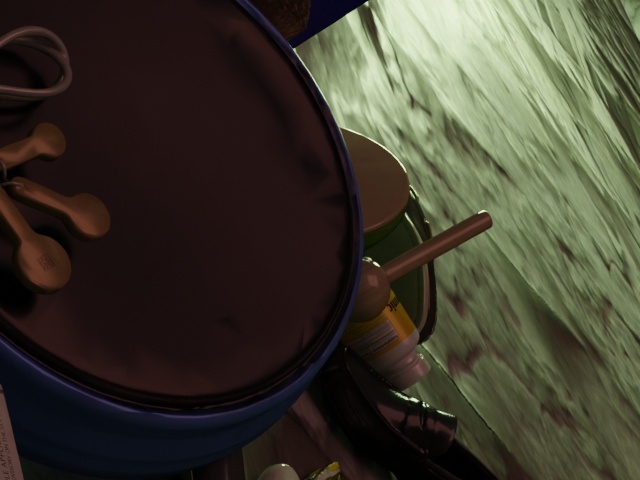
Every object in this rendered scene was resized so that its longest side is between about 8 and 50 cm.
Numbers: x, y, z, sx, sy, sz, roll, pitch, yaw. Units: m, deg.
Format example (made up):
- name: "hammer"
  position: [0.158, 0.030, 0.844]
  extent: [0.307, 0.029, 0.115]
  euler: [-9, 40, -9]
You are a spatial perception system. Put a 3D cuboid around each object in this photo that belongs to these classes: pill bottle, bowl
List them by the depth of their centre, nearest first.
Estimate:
- name: "bowl"
  position: [-0.136, -0.042, 1.150]
  extent: [0.391, 0.077, 0.391]
  euler: [20, 54, -30]
- name: "pill bottle"
  position: [0.048, 0.078, 1.574]
  extent: [0.116, 0.065, 0.065]
  euler: [58, 23, -7]

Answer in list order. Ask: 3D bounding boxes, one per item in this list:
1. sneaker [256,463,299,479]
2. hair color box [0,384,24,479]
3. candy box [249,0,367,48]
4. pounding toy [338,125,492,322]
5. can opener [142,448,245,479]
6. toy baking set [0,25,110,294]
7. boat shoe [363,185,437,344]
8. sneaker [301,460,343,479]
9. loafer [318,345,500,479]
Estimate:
- name: "sneaker"
  position: [-0.015, 0.220, 1.282]
  extent: [0.054, 0.061, 0.152]
  euler: [41, 27, -33]
- name: "hair color box"
  position: [-0.270, 0.143, 0.796]
  extent: [0.339, 0.110, 0.185]
  euler: [18, 47, -55]
- name: "candy box"
  position: [-0.049, -0.313, 1.521]
  extent: [0.268, 0.317, 0.122]
  euler: [46, 26, -29]
- name: "pounding toy"
  position: [0.000, 0.000, 1.499]
  extent: [0.237, 0.110, 0.183]
  euler: [33, 43, 32]
- name: "can opener"
  position: [-0.080, 0.157, 1.194]
  extent: [0.093, 0.074, 0.280]
  euler: [55, 21, -50]
- name: "toy baking set"
  position: [-0.221, -0.067, 1.023]
  extent: [0.197, 0.030, 0.256]
  euler: [4, 64, -41]
- name: "boat shoe"
  position: [0.076, 0.011, 1.691]
  extent: [0.069, 0.081, 0.227]
  euler: [31, 33, -42]
- name: "sneaker"
  position: [0.003, 0.198, 1.380]
  extent: [0.035, 0.031, 0.083]
  euler: [61, 23, 2]
- name: "loafer"
  position: [0.082, 0.167, 1.520]
  extent: [0.223, 0.078, 0.076]
  euler: [49, 25, -23]
